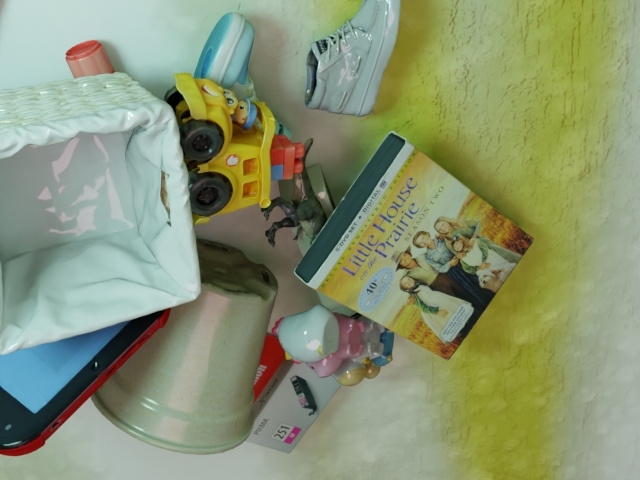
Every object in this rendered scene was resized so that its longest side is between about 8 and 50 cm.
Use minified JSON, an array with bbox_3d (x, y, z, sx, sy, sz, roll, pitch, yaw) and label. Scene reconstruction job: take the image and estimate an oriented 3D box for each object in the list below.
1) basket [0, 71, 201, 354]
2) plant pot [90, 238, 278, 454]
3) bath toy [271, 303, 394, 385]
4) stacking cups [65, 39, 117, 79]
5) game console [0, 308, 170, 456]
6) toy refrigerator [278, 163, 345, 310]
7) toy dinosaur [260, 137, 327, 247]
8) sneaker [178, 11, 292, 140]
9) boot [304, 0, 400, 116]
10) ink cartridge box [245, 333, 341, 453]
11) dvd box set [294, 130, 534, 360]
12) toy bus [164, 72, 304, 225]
[{"bbox_3d":[-0.381,-0.061,1.302,0.332,0.266,0.328,-15,121,-18],"label":"basket"},{"bbox_3d":[-0.234,0.176,1.636,0.334,0.334,0.305,16,110,-18],"label":"plant pot"},{"bbox_3d":[0.023,0.205,1.700,0.129,0.151,0.348,4,170,29],"label":"bath toy"},{"bbox_3d":[-0.347,-0.184,1.479,0.096,0.096,0.316,-19,123,6],"label":"stacking cups"},{"bbox_3d":[-0.479,0.138,1.451,0.342,0.386,0.060,33,150,20],"label":"game console"},{"bbox_3d":[0.000,0.000,1.650,0.094,0.102,0.269,-18,126,5],"label":"toy refrigerator"},{"bbox_3d":[-0.042,-0.048,1.510,0.118,0.064,0.268,-23,127,-11],"label":"toy dinosaur"},{"bbox_3d":[-0.118,-0.222,1.467,0.208,0.127,0.319,13,129,-17],"label":"sneaker"},{"bbox_3d":[0.046,-0.321,1.432,0.124,0.095,0.258,1,126,-17],"label":"boot"},{"bbox_3d":[-0.110,0.333,1.896,0.239,0.060,0.275,21,119,-23],"label":"ink cartridge box"},{"bbox_3d":[0.188,0.025,1.614,0.420,0.062,0.307,32,95,-39],"label":"dvd box set"},{"bbox_3d":[-0.131,-0.152,1.362,0.212,0.149,0.220,-9,129,-14],"label":"toy bus"}]
